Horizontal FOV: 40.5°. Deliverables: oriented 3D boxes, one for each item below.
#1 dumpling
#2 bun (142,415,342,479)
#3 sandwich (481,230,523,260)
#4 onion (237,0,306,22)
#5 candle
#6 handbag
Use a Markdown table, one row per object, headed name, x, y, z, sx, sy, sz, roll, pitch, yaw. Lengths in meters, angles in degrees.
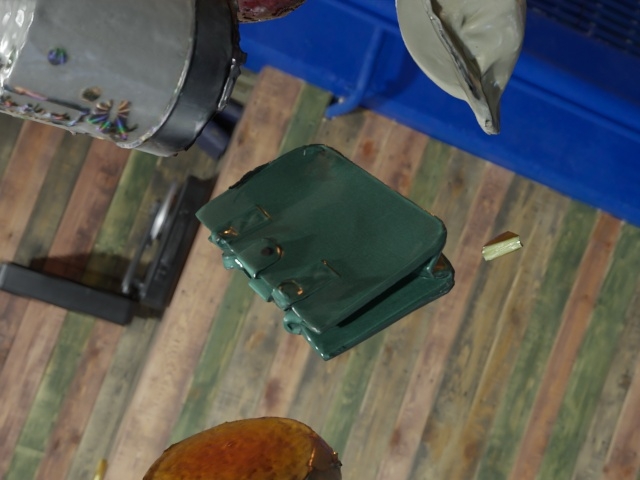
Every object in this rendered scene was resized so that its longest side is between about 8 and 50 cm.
| name | x | y | z | sx | sy | sz | roll | pitch | yaw |
| --- | --- | --- | --- | --- | --- | --- | --- | --- | --- |
| dumpling | 0.152 | -0.217 | 0.919 | 0.142 | 0.247 | 0.172 | -18 | 28 | 25 |
| bun | -0.105 | 0.382 | 1.228 | 0.299 | 0.298 | 0.165 | -113 | 9 | -73 |
| sandwich | 0.319 | 0.005 | 1.499 | 0.083 | 0.031 | 0.044 | -22 | 16 | 40 |
| onion | -0.101 | -0.418 | 1.155 | 0.219 | 0.252 | 0.252 | 7 | -72 | -59 |
| candle | -0.244 | -0.192 | 0.793 | 0.187 | 0.330 | 0.188 | -17 | 68 | 48 |
| handbag | 0.001 | -0.001 | 1.164 | 0.326 | 0.238 | 0.089 | 40 | 153 | 43 |
